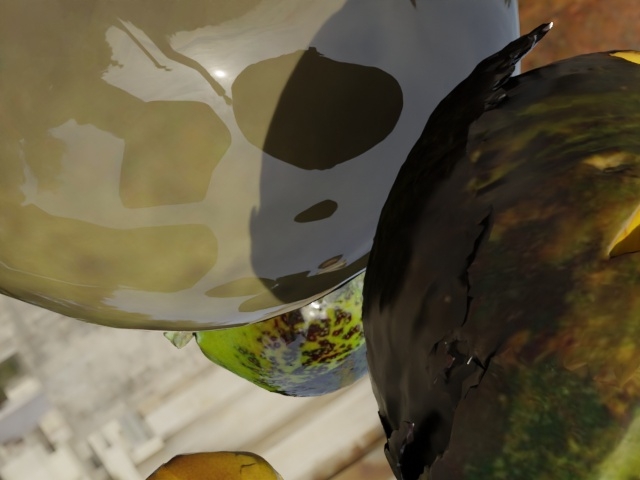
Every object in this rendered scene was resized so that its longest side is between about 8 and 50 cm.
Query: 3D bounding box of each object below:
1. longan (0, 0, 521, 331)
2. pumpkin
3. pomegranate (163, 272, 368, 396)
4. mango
[{"bbox_3d":[-0.075,-0.123,0.960,0.404,0.336,0.404,-6,-165,2],"label":"longan"},{"bbox_3d":[0.164,0.054,0.682,0.320,0.320,0.192,-35,156,-56],"label":"pumpkin"},{"bbox_3d":[-0.010,-0.006,1.449,0.204,0.222,0.277,7,-129,35],"label":"pomegranate"},{"bbox_3d":[-0.129,0.322,1.794,0.236,0.166,0.136,-47,172,-16],"label":"mango"}]
